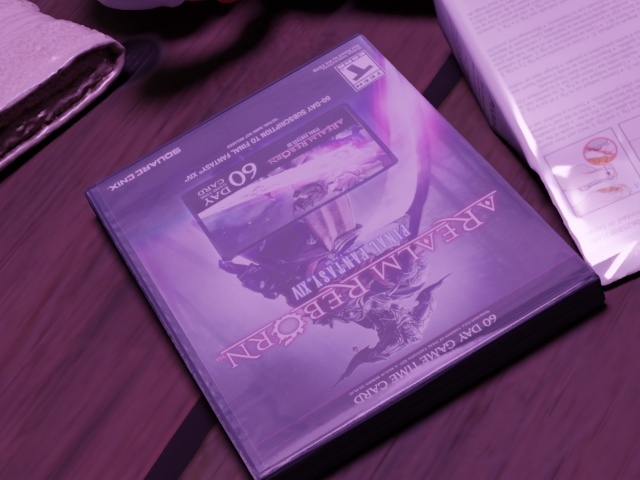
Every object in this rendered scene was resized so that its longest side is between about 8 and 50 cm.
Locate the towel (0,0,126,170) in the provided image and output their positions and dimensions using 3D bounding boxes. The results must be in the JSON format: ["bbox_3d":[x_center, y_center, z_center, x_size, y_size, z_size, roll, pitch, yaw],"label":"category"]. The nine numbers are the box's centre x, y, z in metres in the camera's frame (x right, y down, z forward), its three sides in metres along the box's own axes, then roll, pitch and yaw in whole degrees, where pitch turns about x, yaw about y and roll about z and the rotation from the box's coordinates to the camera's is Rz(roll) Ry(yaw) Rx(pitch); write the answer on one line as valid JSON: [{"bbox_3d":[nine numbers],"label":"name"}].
[{"bbox_3d":[-0.286,-0.075,1.065,0.282,0.049,0.187,-41,44,-22],"label":"towel"}]

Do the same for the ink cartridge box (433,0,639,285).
[{"bbox_3d":[0.187,-0.092,0.883,0.189,0.066,0.232,-24,62,1],"label":"ink cartridge box"}]

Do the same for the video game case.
[{"bbox_3d":[0.000,0.000,0.879,0.196,0.026,0.274,-30,41,-6],"label":"video game case"}]

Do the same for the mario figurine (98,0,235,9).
[{"bbox_3d":[-0.037,-0.231,1.020,0.321,0.170,0.198,5,14,19],"label":"mario figurine"}]
